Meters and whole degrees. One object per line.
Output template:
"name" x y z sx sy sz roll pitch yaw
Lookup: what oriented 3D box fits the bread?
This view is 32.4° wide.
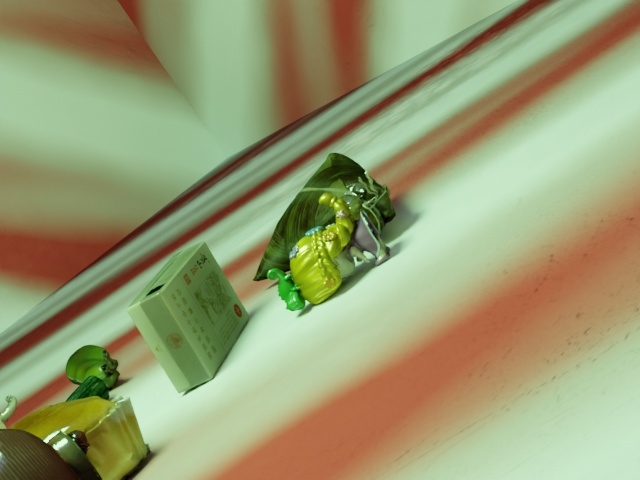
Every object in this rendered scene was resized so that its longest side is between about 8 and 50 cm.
"bread" -0.314 0.258 1.324 0.136 0.107 0.241 -39 12 -35

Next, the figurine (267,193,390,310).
"figurine" -0.002 0.014 1.435 0.156 0.115 0.095 -35 0 10

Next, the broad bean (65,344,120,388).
"broad bean" -0.376 0.214 1.837 0.325 0.067 0.075 0 66 68

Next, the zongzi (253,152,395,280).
"zongzi" 0.000 0.000 1.581 0.241 0.111 0.247 -52 16 4

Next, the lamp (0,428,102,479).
"lamp" -0.317 0.287 1.057 0.258 0.180 0.180 -37 11 -22

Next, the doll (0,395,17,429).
"doll" -0.622 0.334 1.898 0.278 0.119 0.154 -16 24 46

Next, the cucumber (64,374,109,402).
"cucumber" -0.360 0.251 1.654 0.048 0.048 0.105 -26 15 37

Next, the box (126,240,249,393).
"box" -0.175 0.100 1.503 0.058 0.141 0.201 -25 14 20
